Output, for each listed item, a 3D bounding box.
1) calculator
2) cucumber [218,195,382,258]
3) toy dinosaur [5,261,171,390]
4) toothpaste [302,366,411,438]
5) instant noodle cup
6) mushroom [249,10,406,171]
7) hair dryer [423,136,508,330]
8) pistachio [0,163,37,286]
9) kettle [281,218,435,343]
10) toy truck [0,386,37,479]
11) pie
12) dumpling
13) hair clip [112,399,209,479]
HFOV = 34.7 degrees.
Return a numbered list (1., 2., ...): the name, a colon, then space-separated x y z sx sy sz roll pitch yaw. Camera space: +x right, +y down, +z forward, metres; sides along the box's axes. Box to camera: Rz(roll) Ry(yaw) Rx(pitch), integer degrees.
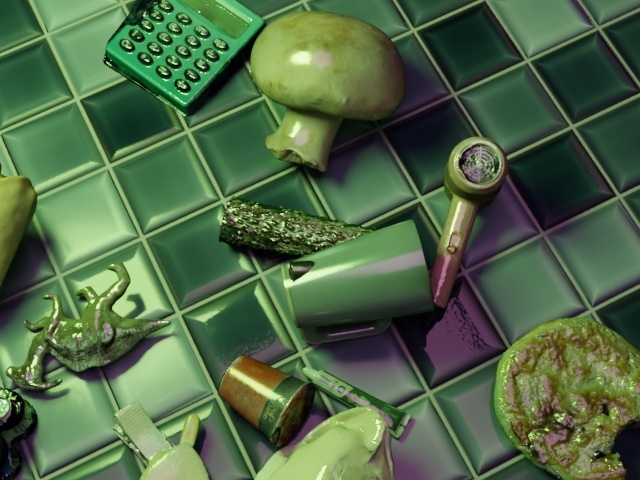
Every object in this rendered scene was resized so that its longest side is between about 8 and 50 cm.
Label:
1. calculator: -0.274 -0.406 2.040 0.248 0.058 0.274 37 74 15
2. cucumber: 0.000 0.000 1.855 0.359 0.096 0.096 14 69 4
3. toy dinosaur: -0.421 0.157 1.808 0.294 0.077 0.162 -25 73 7
4. toothpaste: 0.058 0.273 1.771 0.204 0.031 0.049 28 73 10
5. instant noodle cup: -0.096 0.264 1.738 0.135 0.127 0.127 28 71 21
6. mushroom: 0.006 -0.276 1.902 0.297 0.297 0.290 16 106 7
7. hair dryer: 0.242 -0.004 1.818 0.106 0.189 0.344 16 84 5
8. pistachio: -0.637 -0.003 1.788 0.229 0.238 0.321 36 88 10
9. kettle: 0.065 0.086 1.759 0.243 0.211 0.160 -14 48 3
10. toy truck: -0.569 0.347 1.709 0.126 0.113 0.208 13 68 7
11. pie: 0.441 0.269 1.746 0.302 0.067 0.303 -1 70 1
12. dumpling: -0.006 0.423 1.666 0.242 0.187 0.318 1 51 44
13. hair clip: -0.257 0.362 1.726 0.159 0.071 0.218 -38 76 -16
